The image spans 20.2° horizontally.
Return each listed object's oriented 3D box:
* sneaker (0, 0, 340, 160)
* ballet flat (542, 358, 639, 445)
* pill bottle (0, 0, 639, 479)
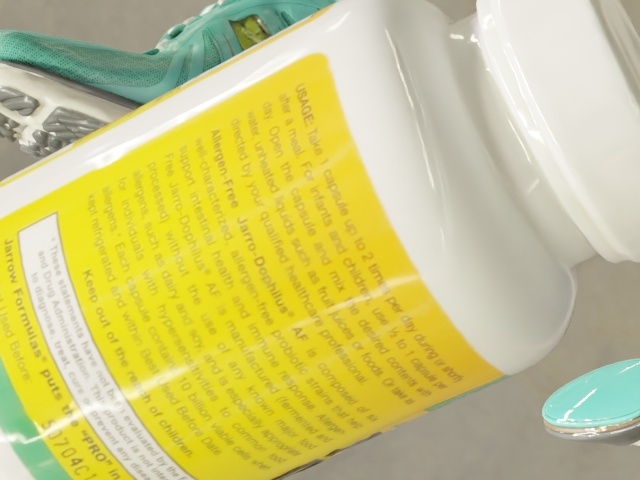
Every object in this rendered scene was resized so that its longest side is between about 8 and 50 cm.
[{"bbox_3d":[-0.031,-0.073,0.848,0.107,0.275,0.110,163,109,-67],"label":"sneaker"},{"bbox_3d":[0.254,0.112,1.273,0.203,0.074,0.074,-28,46,34],"label":"ballet flat"},{"bbox_3d":[0.000,0.000,0.518,0.208,0.117,0.118,-27,45,16],"label":"pill bottle"}]
